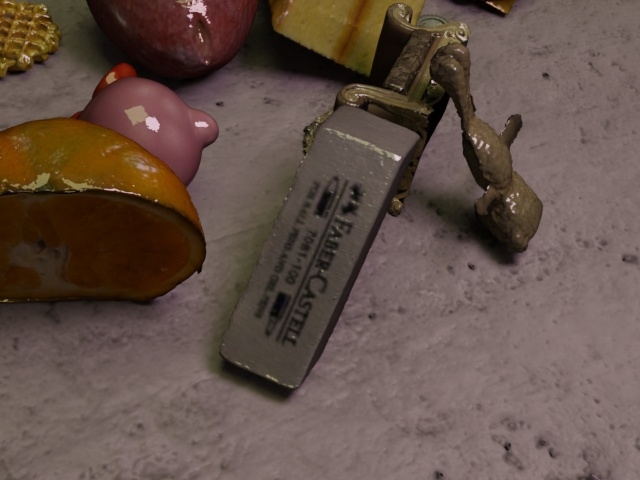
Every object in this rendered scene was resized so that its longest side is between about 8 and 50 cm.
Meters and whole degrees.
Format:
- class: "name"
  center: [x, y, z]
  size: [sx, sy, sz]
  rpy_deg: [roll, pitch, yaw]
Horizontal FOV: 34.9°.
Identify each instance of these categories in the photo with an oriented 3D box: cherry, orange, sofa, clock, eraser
- class: "cherry"
  center: [-0.213, -0.369, 1.510]
  size: [0.261, 0.221, 0.307]
  rpy_deg: [-17, 66, -14]
- class: "orange"
  center: [-0.292, -0.016, 1.144]
  size: [0.310, 0.274, 0.274]
  rpy_deg: [23, 48, 11]
- class: "sofa"
  center: [0.078, -0.195, 1.419]
  size: [0.182, 0.200, 0.258]
  rpy_deg: [22, 49, 6]
- class: "clock"
  center: [0.188, -0.359, 1.717]
  size: [0.074, 0.010, 0.083]
  rpy_deg: [36, 51, 21]
- class: "eraser"
  center: [0.000, 0.000, 1.218]
  size: [0.111, 0.077, 0.352]
  rpy_deg: [23, 84, 11]

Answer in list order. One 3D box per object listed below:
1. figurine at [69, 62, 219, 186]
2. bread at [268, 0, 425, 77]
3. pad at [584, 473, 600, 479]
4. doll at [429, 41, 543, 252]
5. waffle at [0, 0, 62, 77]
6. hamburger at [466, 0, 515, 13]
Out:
- class: "figurine"
  center: [-0.235, -0.125, 1.313]
  size: [0.173, 0.173, 0.173]
  rpy_deg: [6, 47, -6]
- class: "bread"
  center: [-0.015, -0.429, 1.661]
  size: [0.233, 0.244, 0.362]
  rpy_deg: [20, 6, -33]
- class: "pad"
  center: [0.285, 0.345, 1.101]
  size: [0.193, 0.004, 0.116]
  rpy_deg: [-32, 60, -32]
- class: "doll"
  center: [0.213, -0.108, 1.326]
  size: [0.091, 0.286, 0.202]
  rpy_deg: [-17, 59, 20]
- class: "waffle"
  center: [-0.484, -0.306, 1.514]
  size: [0.191, 0.038, 0.191]
  rpy_deg: [6, 47, -6]
- class: "hamburger"
  center: [0.278, -0.527, 1.800]
  size: [0.262, 0.138, 0.243]
  rpy_deg: [20, 48, 6]
